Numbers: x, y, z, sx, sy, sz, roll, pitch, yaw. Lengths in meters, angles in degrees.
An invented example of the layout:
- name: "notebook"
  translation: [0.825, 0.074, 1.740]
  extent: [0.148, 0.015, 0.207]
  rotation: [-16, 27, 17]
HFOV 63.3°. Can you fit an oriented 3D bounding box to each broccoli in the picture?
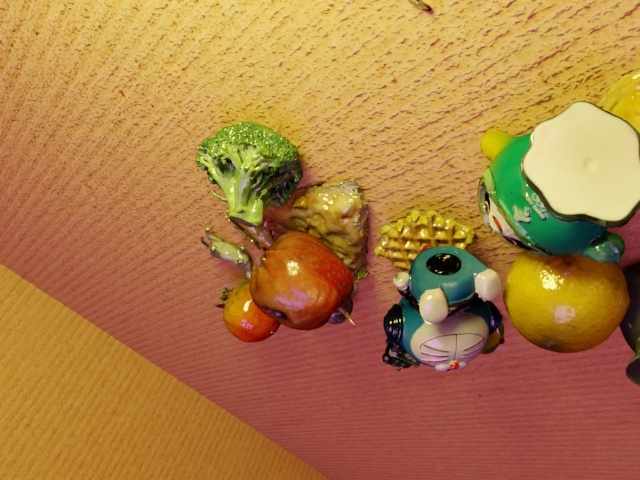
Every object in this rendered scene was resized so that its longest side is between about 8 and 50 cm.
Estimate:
- name: "broccoli"
  translation: [-0.165, -0.157, 1.226]
  extent: [0.261, 0.242, 0.269]
  rotation: [17, 170, -26]

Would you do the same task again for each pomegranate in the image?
- name: "pomegranate"
  translation: [-0.239, 0.235, 1.752]
  extent: [0.235, 0.210, 0.210]
  rotation: [24, 143, 0]

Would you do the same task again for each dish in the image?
- name: "dish"
  translation: [0.424, 0.243, 1.481]
  extent: [0.207, 0.149, 0.080]
  rotation: [27, -179, -16]

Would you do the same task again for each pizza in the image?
- name: "pizza"
  translation: [-0.015, 0.013, 1.466]
  extent: [0.434, 0.080, 0.392]
  rotation: [-4, 135, 35]

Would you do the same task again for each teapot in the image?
- name: "teapot"
  translation: [0.771, 0.191, 1.079]
  extent: [0.223, 0.285, 0.305]
  rotation: [34, 143, -13]

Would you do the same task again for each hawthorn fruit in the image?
- name: "hawthorn fruit"
  translation: [-0.052, 0.105, 1.344]
  extent: [0.261, 0.258, 0.258]
  rotation: [9, 151, -27]

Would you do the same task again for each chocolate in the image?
- name: "chocolate"
  translation: [0.014, 0.227, 1.688]
  extent: [0.110, 0.110, 0.248]
  rotation: [40, 146, -20]

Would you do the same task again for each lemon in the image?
- name: "lemon"
  translation: [0.537, 0.118, 1.150]
  extent: [0.260, 0.261, 0.284]
  rotation: [-4, 127, 32]

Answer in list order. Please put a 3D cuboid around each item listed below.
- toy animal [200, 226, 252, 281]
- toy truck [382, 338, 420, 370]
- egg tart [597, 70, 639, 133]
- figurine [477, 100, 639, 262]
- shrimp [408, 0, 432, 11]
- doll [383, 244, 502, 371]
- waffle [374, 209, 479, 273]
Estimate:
- name: "toy animal"
  translation: [-0.288, 0.051, 1.669]
  extent: [0.216, 0.074, 0.176]
  rotation: [29, 158, 0]
- name: "toy truck"
  translation: [0.288, 0.331, 1.682]
  extent: [0.121, 0.088, 0.259]
  rotation: [22, 142, 2]
- name: "egg tart"
  translation: [0.606, -0.183, 0.862]
  extent: [0.288, 0.118, 0.288]
  rotation: [18, 146, 13]
- name: "figurine"
  translation: [0.416, -0.093, 0.940]
  extent: [0.324, 0.231, 0.340]
  rotation: [56, 180, 7]
- name: "shrimp"
  translation: [0.192, -0.421, 0.867]
  extent: [0.114, 0.023, 0.083]
  rotation: [14, 145, 22]
- name: "doll"
  translation: [0.292, 0.170, 1.238]
  extent: [0.284, 0.240, 0.310]
  rotation: [-10, 127, 0]
- name: "waffle"
  translation: [0.279, 0.028, 1.288]
  extent: [0.290, 0.051, 0.291]
  rotation: [15, 145, 11]
